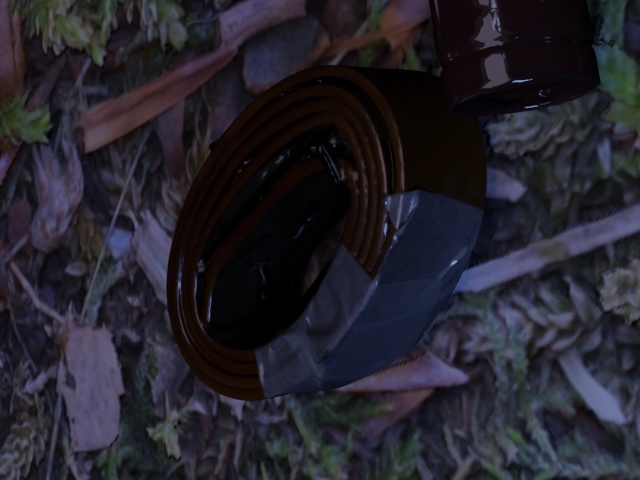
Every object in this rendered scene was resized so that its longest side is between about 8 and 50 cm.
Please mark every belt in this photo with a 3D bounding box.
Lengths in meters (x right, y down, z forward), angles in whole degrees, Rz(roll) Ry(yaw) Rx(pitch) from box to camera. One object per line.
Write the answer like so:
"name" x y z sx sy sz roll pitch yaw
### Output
"belt" 0.000 0.000 1.211 0.261 0.105 0.184 -45 63 36

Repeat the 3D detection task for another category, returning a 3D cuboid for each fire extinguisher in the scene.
"fire extinguisher" 0.106 -0.254 1.100 0.141 0.105 0.341 -12 83 30
